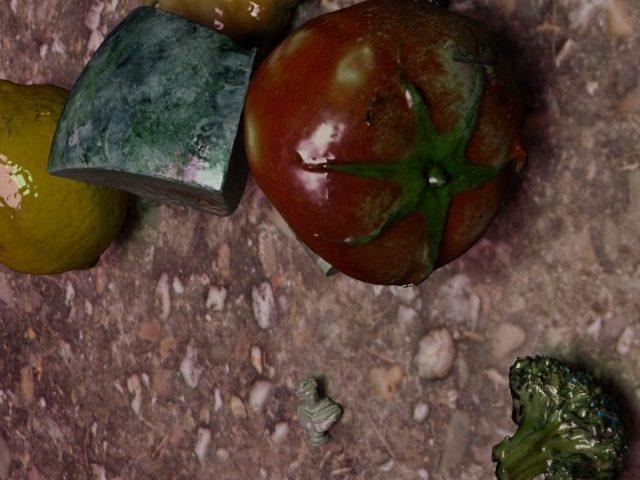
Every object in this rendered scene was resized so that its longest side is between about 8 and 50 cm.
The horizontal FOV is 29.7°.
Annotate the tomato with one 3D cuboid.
[{"bbox_3d":[0.058,-0.110,1.273,0.239,0.303,0.303,37,124,48],"label":"tomato"}]

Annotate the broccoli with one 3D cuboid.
[{"bbox_3d":[0.248,0.211,1.286,0.154,0.160,0.167,30,135,62],"label":"broccoli"}]

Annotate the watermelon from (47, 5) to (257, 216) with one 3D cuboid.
[{"bbox_3d":[-0.167,-0.133,1.465,0.387,0.258,0.228,14,75,48],"label":"watermelon"}]

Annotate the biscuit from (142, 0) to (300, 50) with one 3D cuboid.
[{"bbox_3d":[-0.148,-0.375,1.515,0.329,0.078,0.335,47,127,17],"label":"biscuit"}]

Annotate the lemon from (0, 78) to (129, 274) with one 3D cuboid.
[{"bbox_3d":[-0.390,-0.085,1.675,0.267,0.267,0.267,12,109,37],"label":"lemon"}]

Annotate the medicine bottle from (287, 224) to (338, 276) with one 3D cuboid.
[{"bbox_3d":[0.000,0.000,1.505,0.083,0.047,0.047,52,128,16],"label":"medicine bottle"}]

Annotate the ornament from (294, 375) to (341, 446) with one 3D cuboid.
[{"bbox_3d":[-0.008,0.221,1.575,0.068,0.041,0.092,-28,93,46],"label":"ornament"}]

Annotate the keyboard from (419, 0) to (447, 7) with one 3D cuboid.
[{"bbox_3d":[0.058,-0.322,1.361,0.204,0.013,0.061,33,116,12],"label":"keyboard"}]
